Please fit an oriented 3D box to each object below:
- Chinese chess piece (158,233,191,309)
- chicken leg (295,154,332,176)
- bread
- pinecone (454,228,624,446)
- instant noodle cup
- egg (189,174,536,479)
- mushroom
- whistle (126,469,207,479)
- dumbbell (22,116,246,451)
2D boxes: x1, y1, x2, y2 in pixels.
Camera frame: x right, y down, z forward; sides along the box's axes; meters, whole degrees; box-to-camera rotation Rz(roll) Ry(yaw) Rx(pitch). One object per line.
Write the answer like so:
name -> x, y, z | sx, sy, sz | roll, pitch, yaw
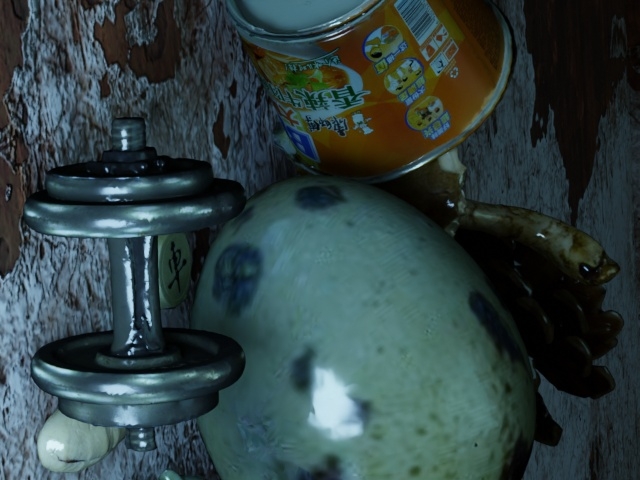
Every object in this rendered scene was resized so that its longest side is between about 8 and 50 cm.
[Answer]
Chinese chess piece -> -0.156, 0.026, 1.778 | 0.084, 0.034, 0.084 | 2, 90, -69
chicken leg -> -0.003, 0.000, 2.135 | 0.107, 0.087, 0.252 | 96, -8, -84
bread -> -0.193, 0.155, 1.671 | 0.214, 0.053, 0.073 | -49, 141, -60
pinecone -> 0.166, 0.153, 2.258 | 0.384, 0.384, 0.385 | 3, 90, -69
instant noodle cup -> 0.043, -0.238, 1.957 | 0.214, 0.296, 0.296 | 56, 41, -46
egg -> 0.035, 0.139, 1.854 | 0.428, 0.345, 0.345 | 64, 24, -2
mushroom -> 0.152, -0.011, 2.088 | 0.301, 0.208, 0.233 | 35, 14, -32
whistle -> -0.147, 0.277, 1.755 | 0.244, 0.092, 0.110 | 8, 83, -68
dumbbell -> -0.158, 0.038, 1.555 | 0.192, 0.192, 0.290 | -23, 113, -67
